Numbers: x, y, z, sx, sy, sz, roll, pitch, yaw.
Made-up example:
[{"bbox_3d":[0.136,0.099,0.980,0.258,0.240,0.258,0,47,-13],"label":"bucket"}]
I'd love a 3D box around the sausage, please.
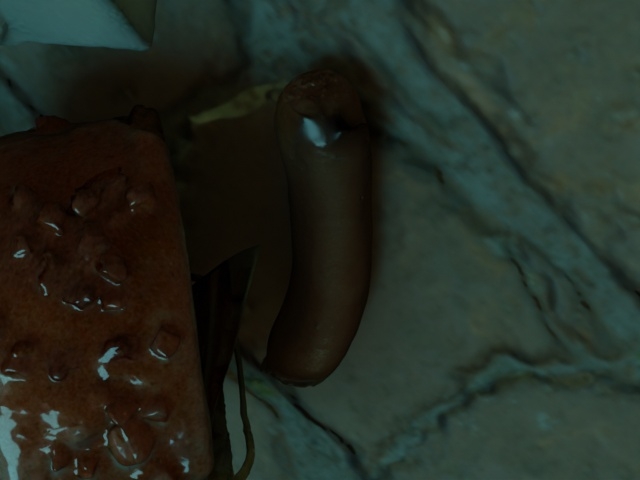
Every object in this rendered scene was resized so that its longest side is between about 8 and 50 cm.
[{"bbox_3d":[-0.001,-0.001,0.828,0.040,0.047,0.176,50,153,36],"label":"sausage"}]

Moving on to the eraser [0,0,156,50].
[{"bbox_3d":[-0.265,-0.172,0.775,0.397,0.082,0.213,7,153,29],"label":"eraser"}]

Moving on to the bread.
[{"bbox_3d":[-0.090,0.050,0.821,0.142,0.224,0.212,-8,115,-5],"label":"bread"}]
